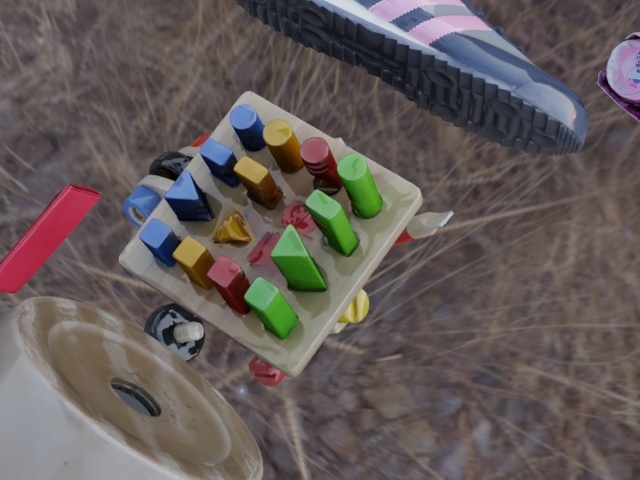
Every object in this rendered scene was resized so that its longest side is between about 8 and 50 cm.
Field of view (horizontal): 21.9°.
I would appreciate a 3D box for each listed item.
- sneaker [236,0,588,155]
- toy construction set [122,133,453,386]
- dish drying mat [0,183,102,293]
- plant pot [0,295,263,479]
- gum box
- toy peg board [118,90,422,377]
[{"bbox_3d":[0.086,-0.186,1.310,0.319,0.112,0.131,30,72,0],"label":"sneaker"},{"bbox_3d":[0.000,0.000,1.538,0.309,0.237,0.257,-18,91,-38],"label":"toy construction set"},{"bbox_3d":[-0.166,-0.001,0.984,0.083,0.032,0.008,-48,61,14],"label":"dish drying mat"},{"bbox_3d":[-0.192,0.200,1.054,0.323,0.323,0.280,37,104,1],"label":"plant pot"},{"bbox_3d":[0.338,-0.110,1.433,0.188,0.107,0.062,45,119,23],"label":"gum box"},{"bbox_3d":[-0.042,-0.020,1.150,0.160,0.079,0.161,32,77,21],"label":"toy peg board"}]
